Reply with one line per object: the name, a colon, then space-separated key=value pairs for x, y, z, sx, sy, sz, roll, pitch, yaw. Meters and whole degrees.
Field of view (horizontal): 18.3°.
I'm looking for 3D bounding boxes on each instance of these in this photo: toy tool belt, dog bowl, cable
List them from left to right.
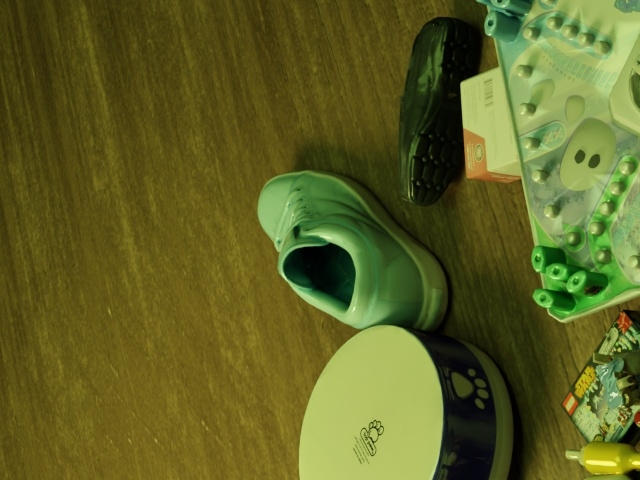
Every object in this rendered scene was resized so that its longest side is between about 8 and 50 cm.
dog bowl: x=0.093 y=0.231 z=2.254 sx=0.265 sy=0.104 sz=0.265 roll=-24 pitch=59 yaw=48
toy tool belt: x=0.303 y=0.151 z=2.004 sx=0.052 sy=0.051 sz=0.083 roll=-41 pitch=56 yaw=43
cable: x=0.357 y=0.243 z=1.950 sx=0.287 sy=0.072 sz=0.140 roll=-27 pitch=70 yaw=49

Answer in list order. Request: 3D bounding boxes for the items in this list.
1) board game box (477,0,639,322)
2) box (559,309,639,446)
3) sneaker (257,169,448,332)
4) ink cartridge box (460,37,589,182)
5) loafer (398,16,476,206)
board game box: x=0.341 y=-0.159 z=1.973 sx=0.390 sy=0.050 sz=0.390 roll=-23 pitch=67 yaw=36
box: x=0.312 y=0.153 z=2.060 sx=0.137 sy=0.027 sz=0.094 roll=-62 pitch=41 yaw=28
sneaker: x=0.000 y=0.000 z=2.403 sx=0.366 sy=0.150 sz=0.135 roll=32 pitch=111 yaw=51
ink cartridge box: x=0.242 y=-0.140 z=2.162 sx=0.198 sy=0.067 sz=0.115 roll=-18 pitch=71 yaw=53
loafer: x=0.128 y=-0.150 z=2.317 sx=0.078 sy=0.076 sz=0.223 roll=9 pitch=88 yaw=59
